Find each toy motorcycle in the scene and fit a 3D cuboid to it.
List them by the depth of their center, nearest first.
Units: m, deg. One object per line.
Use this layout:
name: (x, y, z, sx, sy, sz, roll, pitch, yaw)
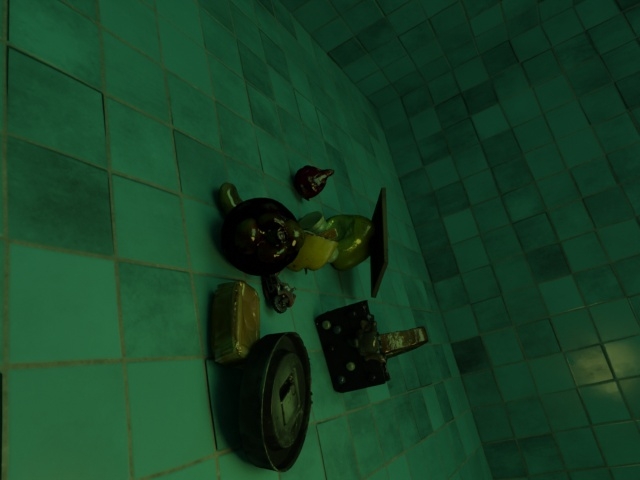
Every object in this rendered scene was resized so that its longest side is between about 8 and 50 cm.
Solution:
toy motorcycle: (-0.153, 0.162, 1.620, 0.118, 0.084, 0.213, 8, 58, -53)

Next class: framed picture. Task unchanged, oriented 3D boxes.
framed picture: (0.284, 0.009, 2.200, 0.326, 0.028, 0.447, 99, -4, -55)

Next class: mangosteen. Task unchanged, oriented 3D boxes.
mangosteen: (-0.178, -0.016, 1.461, 0.287, 0.287, 0.233, 46, 44, -40)

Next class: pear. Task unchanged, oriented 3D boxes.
pear: (-0.073, 0.039, 1.768, 0.267, 0.266, 0.178, 22, 86, -57)
pear: (0.146, -0.014, 2.184, 0.159, 0.292, 0.293, 46, 31, -57)

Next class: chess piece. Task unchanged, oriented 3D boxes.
chess piece: (0.000, 0.000, 2.034, 0.243, 0.133, 0.133, 61, 24, -30)

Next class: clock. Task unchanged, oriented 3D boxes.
clock: (-0.120, 0.460, 1.312, 0.386, 0.076, 0.387, -3, 90, -71)

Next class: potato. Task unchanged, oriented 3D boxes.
potato: (-0.309, -0.132, 1.557, 0.138, 0.070, 0.091, 64, 26, -4)

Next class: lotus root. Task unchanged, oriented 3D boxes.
lotus root: (0.296, 0.458, 1.960, 0.390, 0.374, 0.111, 8, 57, -49)

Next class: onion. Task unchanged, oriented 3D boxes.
onion: (-0.035, -0.296, 2.108, 0.135, 0.198, 0.173, 46, 14, -28)

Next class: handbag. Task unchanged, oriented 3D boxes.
handbag: (0.137, 0.414, 1.769, 0.118, 0.269, 0.326, 4, 66, -61)

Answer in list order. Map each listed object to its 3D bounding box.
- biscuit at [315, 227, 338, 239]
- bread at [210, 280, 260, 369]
biscuit: (-0.016, 0.002, 1.918, 0.052, 0.187, 0.056, 65, -13, 6)
bread: (-0.249, 0.247, 1.319, 0.136, 0.106, 0.241, 41, 36, -49)
